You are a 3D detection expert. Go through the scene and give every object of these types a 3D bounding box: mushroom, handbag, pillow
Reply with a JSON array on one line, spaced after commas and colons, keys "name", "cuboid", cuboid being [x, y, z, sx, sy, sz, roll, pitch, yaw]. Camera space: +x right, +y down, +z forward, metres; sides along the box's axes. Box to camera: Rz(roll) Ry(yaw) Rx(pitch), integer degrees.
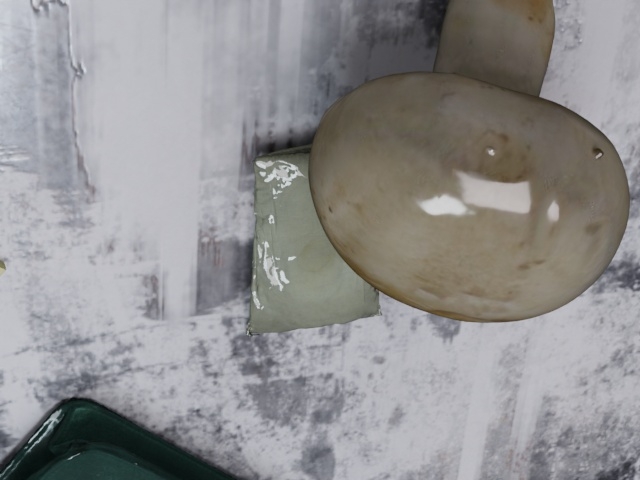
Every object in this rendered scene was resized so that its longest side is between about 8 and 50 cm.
[{"name": "mushroom", "cuboid": [0.140, -0.082, 1.358, 0.293, 0.290, 0.292, 12, 152, 7]}, {"name": "handbag", "cuboid": [-0.216, 0.323, 1.623, 0.238, 0.089, 0.326, -45, 127, 14]}, {"name": "pillow", "cuboid": [0.000, 0.000, 1.499, 0.148, 0.050, 0.229, -4, 125, -11]}]

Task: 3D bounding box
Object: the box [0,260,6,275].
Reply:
[{"name": "box", "cuboid": [-0.352, 0.043, 1.421, 0.093, 0.015, 0.058, -44, 128, 12]}]
